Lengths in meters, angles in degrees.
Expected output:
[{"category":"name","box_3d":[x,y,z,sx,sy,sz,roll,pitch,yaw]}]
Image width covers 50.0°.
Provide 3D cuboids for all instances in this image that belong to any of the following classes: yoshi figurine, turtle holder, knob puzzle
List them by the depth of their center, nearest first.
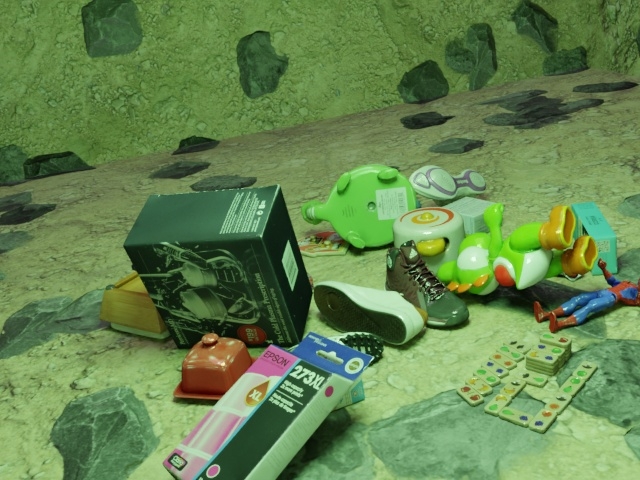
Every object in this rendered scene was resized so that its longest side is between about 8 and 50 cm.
[{"category":"yoshi figurine","box_3d":[0.437,0.022,1.584,0.203,0.204,0.362,1,-16,-45]},{"category":"turtle holder","box_3d":[0.127,-0.087,2.030,0.320,0.243,0.227,-36,2,7]},{"category":"knob puzzle","box_3d":[0.000,0.000,2.089,0.213,0.030,0.213,-8,22,3]}]

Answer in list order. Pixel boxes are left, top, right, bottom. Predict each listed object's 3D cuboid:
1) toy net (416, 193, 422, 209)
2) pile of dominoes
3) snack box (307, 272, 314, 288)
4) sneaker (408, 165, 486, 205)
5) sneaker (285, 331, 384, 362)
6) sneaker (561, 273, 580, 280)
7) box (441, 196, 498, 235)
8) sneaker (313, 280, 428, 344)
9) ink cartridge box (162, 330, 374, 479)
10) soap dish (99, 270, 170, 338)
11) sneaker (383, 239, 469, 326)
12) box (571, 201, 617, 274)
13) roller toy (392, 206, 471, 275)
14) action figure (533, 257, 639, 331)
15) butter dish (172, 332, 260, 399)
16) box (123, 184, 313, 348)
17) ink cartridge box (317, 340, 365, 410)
[{"category":"toy net","box_3d":[0.276,-0.144,2.323,0.122,0.045,0.232,-8,20,8]},{"category":"pile of dominoes","box_3d":[0.386,0.249,1.295,0.196,0.040,0.251,11,29,41]},{"category":"snack box","box_3d":[-0.088,0.103,1.856,0.100,0.037,0.141,-17,23,-16]},{"category":"sneaker","box_3d":[0.377,-0.150,2.132,0.305,0.114,0.152,2,-27,-37]},{"category":"sneaker","box_3d":[0.015,0.232,1.436,0.234,0.078,0.106,-11,8,-20]},{"category":"sneaker","box_3d":[0.576,0.071,1.659,0.118,0.042,0.067,-6,18,2]},{"category":"box","box_3d":[0.440,-0.068,2.020,0.126,0.072,0.137,-22,26,-32]},{"category":"sneaker","box_3d":[0.115,0.158,1.574,0.290,0.106,0.123,20,26,38]},{"category":"ink cartridge box","box_3d":[-0.086,0.295,1.189,0.175,0.069,0.371,15,50,46]},{"category":"soap dish","box_3d":[-0.404,0.133,1.804,0.228,0.118,0.291,6,27,34]},{"category":"sneaker","box_3d":[0.229,0.088,1.595,0.106,0.163,0.281,-20,24,-26]},{"category":"box","box_3d":[0.690,-0.009,1.735,0.060,0.101,0.244,-6,21,12]},{"category":"roller toy","box_3d":[0.287,-0.005,1.824,0.209,0.146,0.191,-28,28,-38]},{"category":"action figure","box_3d":[0.604,0.095,1.473,0.280,0.139,0.091,-12,22,-13]},{"category":"butter dish","box_3d":[-0.221,0.250,1.437,0.159,0.118,0.160,-2,23,19]},{"category":"box","box_3d":[-0.213,0.070,1.541,0.312,0.343,0.179,-3,41,16]},{"category":"ink cartridge box","box_3d":[-0.001,0.273,1.324,0.143,0.092,0.090,-18,24,-17]}]
